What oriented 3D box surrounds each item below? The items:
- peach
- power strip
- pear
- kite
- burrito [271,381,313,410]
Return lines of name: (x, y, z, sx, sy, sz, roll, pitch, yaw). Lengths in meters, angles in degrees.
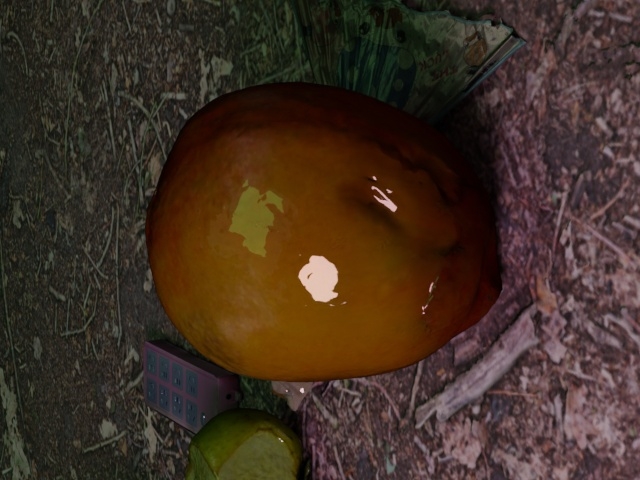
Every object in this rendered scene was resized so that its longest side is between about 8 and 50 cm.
peach: (0.001, -0.001, 1.204, 0.373, 0.290, 0.372, 16, 123, 26)
power strip: (-0.203, 0.230, 1.812, 0.279, 0.037, 0.109, 14, 105, 56)
pear: (-0.089, 0.358, 1.548, 0.238, 0.164, 0.255, 114, 144, -52)
kite: (0.069, -0.226, 1.315, 0.406, 0.014, 0.368, 25, 108, 47)
burrito: (-0.022, 0.014, 1.474, 0.117, 0.076, 0.392, 33, 119, 58)
